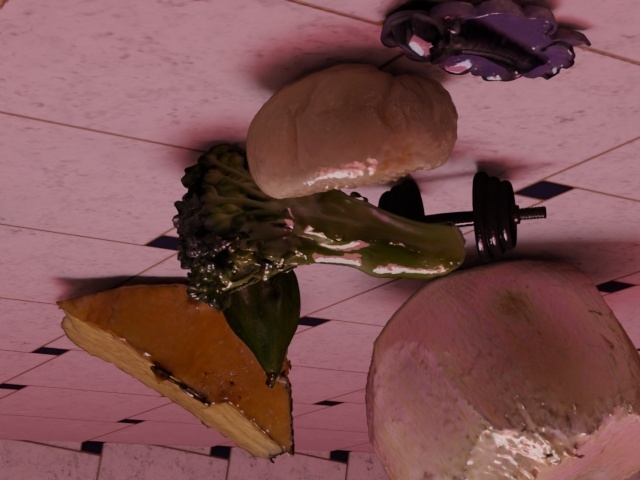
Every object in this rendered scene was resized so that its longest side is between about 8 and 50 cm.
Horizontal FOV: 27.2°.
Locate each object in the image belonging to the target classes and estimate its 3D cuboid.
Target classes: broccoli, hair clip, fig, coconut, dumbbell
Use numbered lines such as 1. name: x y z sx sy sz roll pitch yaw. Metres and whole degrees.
1. broccoli: 0.000 -0.001 1.355 0.304 0.165 0.145 4 149 -1
2. hair clip: 0.139 -0.156 1.084 0.195 0.052 0.124 7 167 -42
3. fig: -0.069 0.099 1.690 0.117 0.177 0.117 -19 165 -5
4. coconut: 0.241 0.198 1.781 0.405 0.404 0.404 -1 163 0
5. dumbbell: 0.140 -0.022 1.433 0.209 0.099 0.099 -5 163 16

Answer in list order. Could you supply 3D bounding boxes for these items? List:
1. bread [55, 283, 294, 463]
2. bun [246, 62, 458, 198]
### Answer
1. bread: -0.195 0.202 1.877 0.315 0.279 0.248 -10 172 -13
2. bun: 0.026 -0.100 1.171 0.188 0.111 0.164 -11 178 20
